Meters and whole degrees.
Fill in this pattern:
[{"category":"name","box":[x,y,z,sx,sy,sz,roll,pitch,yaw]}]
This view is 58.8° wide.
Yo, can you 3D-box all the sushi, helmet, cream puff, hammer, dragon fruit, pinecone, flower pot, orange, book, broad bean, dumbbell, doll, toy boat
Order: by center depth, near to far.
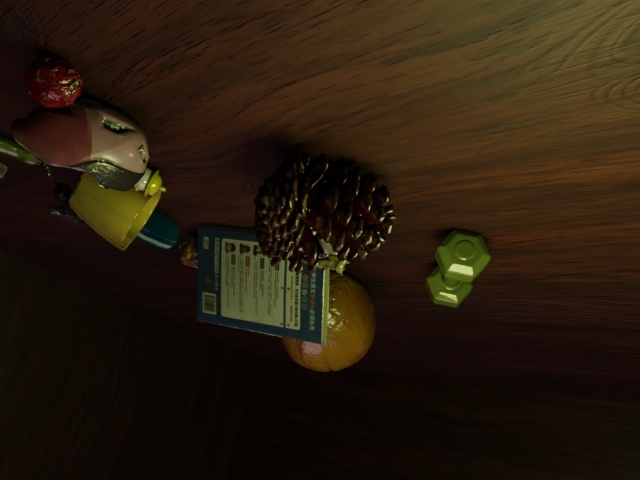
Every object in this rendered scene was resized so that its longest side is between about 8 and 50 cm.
[{"category":"dragon fruit","box":[-0.521,-0.296,1.070,0.190,0.094,0.094,13,163,42]},{"category":"pinecone","box":[0.012,-0.047,1.119,0.292,0.246,0.246,5,163,-18]},{"category":"helmet","box":[-0.464,-0.212,1.153,0.253,0.154,0.198,38,-171,-29]},{"category":"doll","box":[-0.471,-0.166,1.378,0.207,0.081,0.129,25,177,-29]},{"category":"dumbbell","box":[0.328,0.075,1.383,0.108,0.121,0.302,40,167,17]},{"category":"sushi","box":[0.005,0.004,1.399,0.291,0.139,0.131,-5,144,47]},{"category":"broad bean","box":[-0.835,-0.253,1.452,0.325,0.067,0.075,22,-171,-23]},{"category":"flower pot","box":[-0.541,-0.098,1.479,0.179,0.195,0.195,31,158,-7]},{"category":"book","box":[-0.174,0.121,1.638,0.428,0.300,0.039,7,-170,24]},{"category":"toy boat","box":[-0.534,-0.072,1.656,0.062,0.096,0.299,-12,146,32]},{"category":"orange","box":[0.010,0.248,1.779,0.322,0.322,0.357,9,158,18]},{"category":"cream puff","box":[-0.375,0.038,1.809,0.144,0.103,0.126,5,163,26]},{"category":"hammer","box":[-0.810,-0.113,1.826,0.137,0.037,0.290,21,160,-13]}]

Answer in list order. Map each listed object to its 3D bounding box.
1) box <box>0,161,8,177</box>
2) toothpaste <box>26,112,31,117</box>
[{"category":"box","box":[-0.969,-0.221,1.647,0.062,0.045,0.098,6,157,25]},{"category":"toothpaste","box":[-0.633,-0.278,1.285,0.083,0.020,0.017,4,159,29]}]
